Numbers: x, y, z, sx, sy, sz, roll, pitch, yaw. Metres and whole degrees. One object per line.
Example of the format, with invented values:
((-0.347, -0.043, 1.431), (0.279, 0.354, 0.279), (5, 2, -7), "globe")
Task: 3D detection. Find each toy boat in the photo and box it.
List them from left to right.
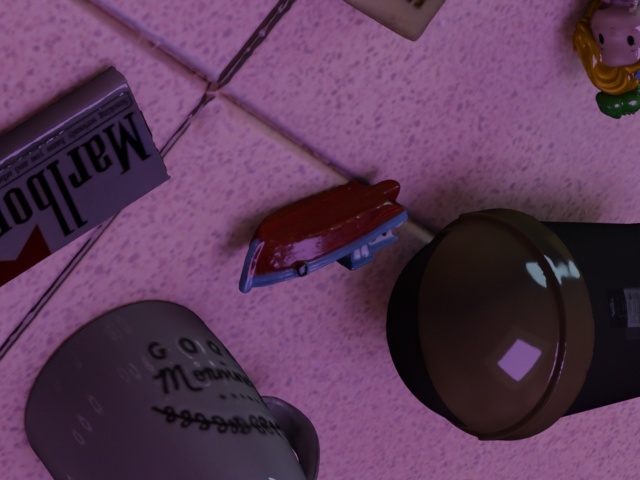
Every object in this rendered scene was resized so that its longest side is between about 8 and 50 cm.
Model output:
((0.000, 0.000, 1.716), (0.173, 0.069, 0.059), (-24, 128, -29), "toy boat")

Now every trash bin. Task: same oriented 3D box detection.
((0.199, 0.074, 1.844), (0.333, 0.214, 0.214), (-7, 127, -46), "trash bin")

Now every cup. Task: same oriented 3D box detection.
((-0.087, 0.192, 1.684), (0.258, 0.234, 0.186), (1, 123, -43), "cup")

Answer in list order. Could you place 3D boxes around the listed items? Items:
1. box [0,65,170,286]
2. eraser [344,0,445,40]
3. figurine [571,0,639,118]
((-0.211, -0.046, 1.527), (0.177, 0.036, 0.115), (-33, 139, -14), "box")
((0.081, -0.255, 1.577), (0.117, 0.058, 0.172), (24, 106, -48), "eraser")
((0.285, -0.195, 1.780), (0.115, 0.094, 0.156), (-38, 125, -41), "figurine")
